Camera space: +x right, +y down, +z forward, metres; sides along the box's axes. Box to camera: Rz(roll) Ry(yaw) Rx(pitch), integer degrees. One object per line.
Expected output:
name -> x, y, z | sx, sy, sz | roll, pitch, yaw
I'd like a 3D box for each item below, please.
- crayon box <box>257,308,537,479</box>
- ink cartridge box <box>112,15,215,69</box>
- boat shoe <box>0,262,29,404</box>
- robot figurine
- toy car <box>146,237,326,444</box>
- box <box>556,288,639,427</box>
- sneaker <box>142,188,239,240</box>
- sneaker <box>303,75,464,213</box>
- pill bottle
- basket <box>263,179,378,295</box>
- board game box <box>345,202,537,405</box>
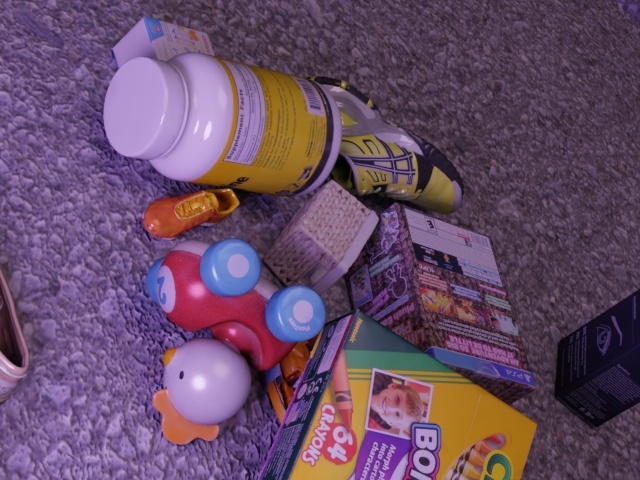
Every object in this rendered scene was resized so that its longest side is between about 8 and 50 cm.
crayon box -> 0.087, 0.325, 1.705 | 0.313, 0.106, 0.363 | 32, 62, -17
ink cartridge box -> -0.226, -0.268, 2.018 | 0.143, 0.090, 0.092 | 6, 55, -45
boat shoe -> -0.404, 0.050, 1.541 | 0.104, 0.089, 0.285 | -5, 63, -49
robot figurine -> 0.022, 0.251, 1.849 | 0.211, 0.085, 0.291 | 0, 59, -48
toy car -> -0.150, 0.142, 1.700 | 0.210, 0.219, 0.238 | 37, 66, -20
box -> 0.531, 0.208, 2.349 | 0.108, 0.207, 0.153 | 39, 37, -18
sneaker -> -0.187, -0.047, 1.890 | 0.175, 0.067, 0.064 | -23, 80, -52
sneaker -> 0.085, -0.127, 2.240 | 0.384, 0.145, 0.147 | 30, 71, -32
pill bottle -> -0.143, -0.171, 1.943 | 0.334, 0.188, 0.188 | 7, 55, -45
basket -> 0.000, 0.000, 2.022 | 0.103, 0.113, 0.167 | 43, 36, -6
board game box -> 0.182, 0.119, 2.093 | 0.232, 0.141, 0.291 | 18, 47, -38
